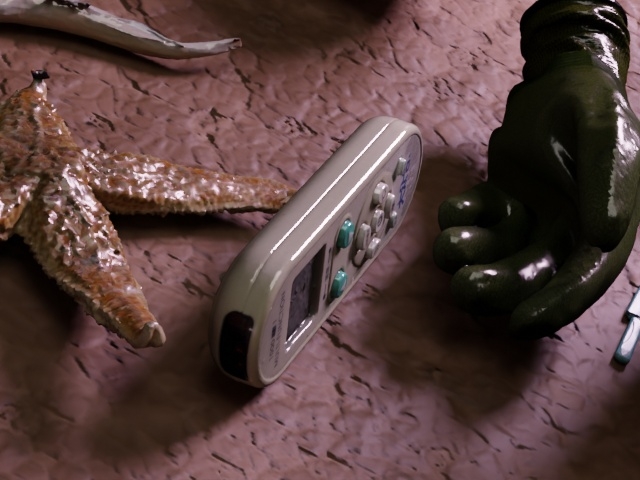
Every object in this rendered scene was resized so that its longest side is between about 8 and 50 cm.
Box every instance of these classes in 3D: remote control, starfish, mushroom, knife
[{"bbox_3d":[0.000,0.000,0.898,0.042,0.078,0.221,21,37,18],"label":"remote control"},{"bbox_3d":[-0.140,-0.017,0.875,0.295,0.048,0.231,12,30,-16],"label":"starfish"},{"bbox_3d":[-0.193,-0.127,0.985,0.306,0.043,0.068,-7,65,-34],"label":"mushroom"},{"bbox_3d":[0.191,0.046,0.997,0.014,0.005,0.091,30,39,6],"label":"knife"}]

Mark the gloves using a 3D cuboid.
[{"bbox_3d":[0.142,-0.043,0.989,0.107,0.135,0.268,41,47,-19],"label":"gloves"}]
